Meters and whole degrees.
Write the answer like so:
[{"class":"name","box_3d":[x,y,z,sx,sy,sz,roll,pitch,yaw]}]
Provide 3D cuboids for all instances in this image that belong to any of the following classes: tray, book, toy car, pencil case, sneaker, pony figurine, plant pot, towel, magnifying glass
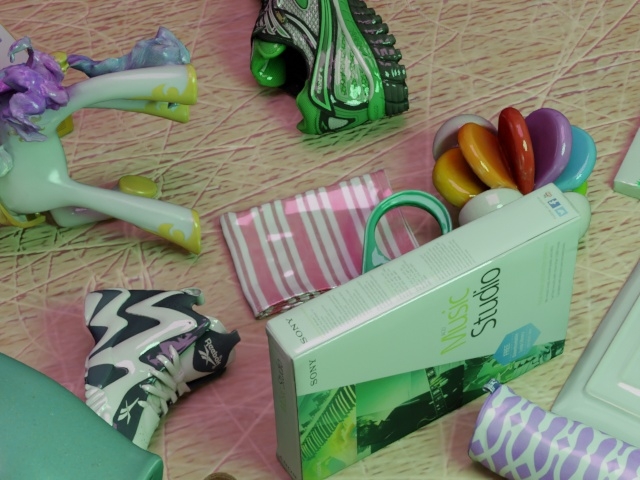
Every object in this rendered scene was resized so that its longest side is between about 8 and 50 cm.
[{"class":"tray","box_3d":[0.359,0.104,1.938,0.145,0.030,0.270,25,57,18]},{"class":"book","box_3d":[0.397,-0.099,2.096,0.096,0.035,0.144,18,58,17]},{"class":"toy car","box_3d":[0.216,-0.084,2.002,0.182,0.136,0.159,3,47,-26]},{"class":"pencil case","box_3d":[0.243,0.213,1.827,0.206,0.086,0.088,26,30,19]},{"class":"sneaker","box_3d":[-0.153,0.136,1.884,0.153,0.094,0.235,-12,42,3]},{"class":"pony figurine","box_3d":[-0.313,-0.121,1.944,0.364,0.351,0.303,-4,33,-8]},{"class":"plant pot","box_3d":[-0.292,0.241,1.716,0.255,0.271,0.271,21,55,5]},{"class":"towel","box_3d":[0.000,0.000,2.028,0.197,0.029,0.144,-16,53,-10]},{"class":"magnifying glass","box_3d":[0.060,0.045,1.966,0.092,0.026,0.231,29,71,10]},{"class":"sneaker","box_3d":[-0.031,-0.265,2.168,0.146,0.134,0.343,-21,55,-13]}]

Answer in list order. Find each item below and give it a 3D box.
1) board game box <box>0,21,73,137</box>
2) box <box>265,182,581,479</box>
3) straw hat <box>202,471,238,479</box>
[{"class":"board game box","box_3d":[-0.470,-0.187,2.161,0.242,0.064,0.316,-30,57,-20]},{"class":"box","box_3d":[0.101,0.096,1.823,0.322,0.232,0.058,-25,55,-16]},{"class":"straw hat","box_3d":[-0.081,0.294,1.777,0.061,0.144,0.144,23,43,-33]}]
